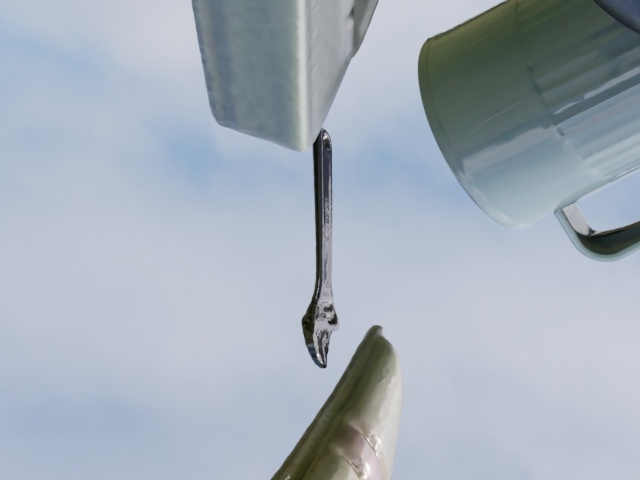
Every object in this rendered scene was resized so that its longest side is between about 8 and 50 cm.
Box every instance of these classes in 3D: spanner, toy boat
[{"bbox_3d":[0.000,0.000,0.965,0.012,0.046,0.208,-12,-120,22],"label":"spanner"},{"bbox_3d":[-0.022,0.247,0.910,0.111,0.276,0.293,23,-145,30],"label":"toy boat"}]

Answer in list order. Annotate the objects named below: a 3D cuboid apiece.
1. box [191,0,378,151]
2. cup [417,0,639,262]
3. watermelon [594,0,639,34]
[{"bbox_3d":[0.015,-0.311,0.871,0.111,0.396,0.396,17,-115,9],"label":"box"},{"bbox_3d":[0.321,-0.159,1.442,0.311,0.331,0.257,-27,163,32],"label":"cup"},{"bbox_3d":[0.327,-0.323,1.086,0.279,0.279,0.359,-19,-122,-7],"label":"watermelon"}]
